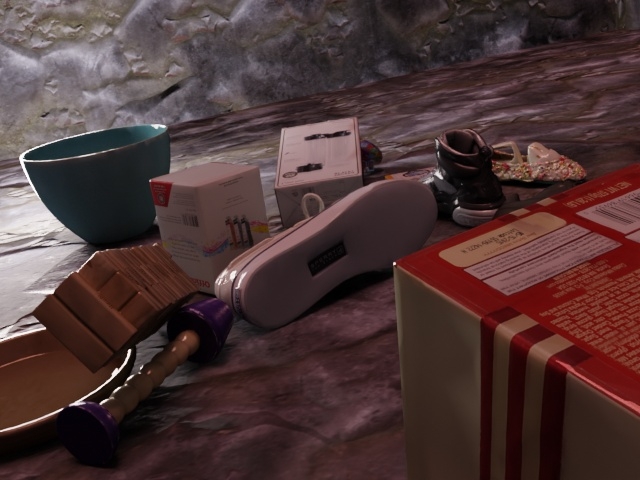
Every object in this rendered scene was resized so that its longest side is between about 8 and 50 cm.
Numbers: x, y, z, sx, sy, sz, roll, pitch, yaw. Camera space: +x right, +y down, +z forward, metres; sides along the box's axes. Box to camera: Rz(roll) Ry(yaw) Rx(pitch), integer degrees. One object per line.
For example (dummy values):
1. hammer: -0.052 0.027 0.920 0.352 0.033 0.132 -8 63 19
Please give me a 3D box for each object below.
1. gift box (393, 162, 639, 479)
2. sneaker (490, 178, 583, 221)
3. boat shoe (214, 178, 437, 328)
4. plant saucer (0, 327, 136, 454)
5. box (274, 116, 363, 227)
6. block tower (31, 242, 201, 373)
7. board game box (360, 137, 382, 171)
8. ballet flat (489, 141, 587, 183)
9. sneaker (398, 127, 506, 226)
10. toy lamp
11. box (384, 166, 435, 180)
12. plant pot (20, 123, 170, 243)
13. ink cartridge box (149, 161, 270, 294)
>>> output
1. gift box: 0.197 0.117 0.481 0.255 0.258 0.276 -17 28 -21
2. sneaker: 0.336 -0.024 0.979 0.286 0.109 0.130 2 51 40
3. boat shoe: 0.001 0.009 1.136 0.367 0.136 0.156 -32 24 -28
4. plant saucer: -0.358 0.177 0.930 0.277 0.041 0.278 -8 19 3
5. box: 0.003 -0.143 1.533 0.169 0.087 0.290 -9 30 4
6. block tower: -0.226 0.069 0.929 0.091 0.097 0.335 -44 3 1
7. board game box: 0.053 -0.183 1.723 0.168 0.033 0.133 -3 -23 26
8. ballet flat: 0.382 -0.149 1.464 0.241 0.077 0.091 5 23 36
9. sneaker: 0.213 -0.118 1.337 0.101 0.153 0.268 -21 22 -31
10. toy lamp: -0.185 0.144 0.883 0.080 0.080 0.274 -1 19 25
11. box: 0.205 -0.122 1.553 0.136 0.028 0.081 -9 18 -6
12. plant pot: -0.430 -0.107 1.556 0.290 0.196 0.290 -9 19 3
13. ink cartridge box: -0.168 -0.022 1.210 0.128 0.176 0.127 10 24 44
